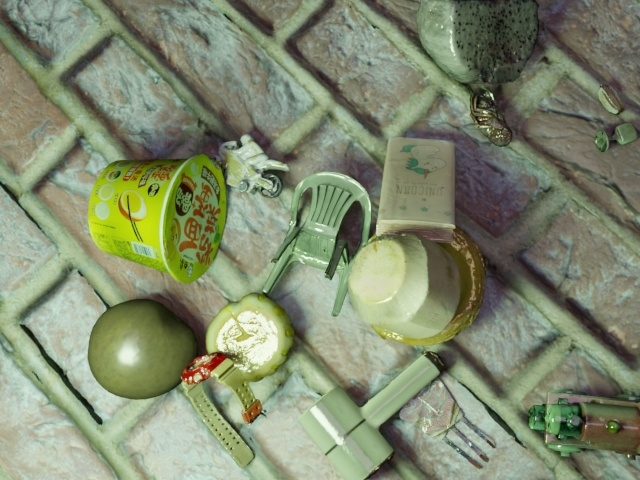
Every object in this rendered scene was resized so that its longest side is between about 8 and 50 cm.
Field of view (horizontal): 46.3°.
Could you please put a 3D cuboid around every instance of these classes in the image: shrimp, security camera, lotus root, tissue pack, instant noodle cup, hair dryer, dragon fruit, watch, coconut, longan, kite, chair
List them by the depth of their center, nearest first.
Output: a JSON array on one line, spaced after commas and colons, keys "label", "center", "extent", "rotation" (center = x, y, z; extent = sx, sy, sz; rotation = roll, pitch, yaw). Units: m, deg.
[{"label": "coconut", "center": [0.180, 0.096, 1.586], "extent": [0.241, 0.241, 0.241], "rotation": [-1, 77, 7]}, {"label": "watch", "center": [-0.205, 0.379, 1.690], "extent": [0.268, 0.165, 0.102], "rotation": [54, 43, -2]}, {"label": "hair dryer", "center": [0.148, 0.365, 1.694], "extent": [0.362, 0.128, 0.203], "rotation": [-40, 75, -8]}, {"label": "kite", "center": [0.298, 0.418, 1.712], "extent": [0.229, 0.016, 0.127], "rotation": [38, 88, 14]}, {"label": "tissue pack", "center": [0.225, -0.122, 1.724], "extent": [0.170, 0.071, 0.325], "rotation": [5, 42, 5]}, {"label": "longan", "center": [-0.408, 0.250, 1.733], "extent": [0.249, 0.248, 0.248], "rotation": [-1, 77, 7]}, {"label": "chair", "center": [0.000, 0.000, 1.759], "extent": [0.204, 0.190, 0.274], "rotation": [15, 51, 9]}, {"label": "instant noodle cup", "center": [-0.386, -0.068, 1.776], "extent": [0.222, 0.311, 0.311], "rotation": [10, 79, 18]}, {"label": "security camera", "center": [0.713, -0.248, 1.798], "extent": [0.092, 0.058, 0.058], "rotation": [-13, 76, -9]}, {"label": "dragon fruit", "center": [0.357, -0.489, 1.814], "extent": [0.283, 0.221, 0.203], "rotation": [-11, 114, -30]}, {"label": "lotus root", "center": [0.705, -0.342, 1.823], "extent": [0.038, 0.030, 0.083], "rotation": [-21, 77, -30]}, {"label": "shrimp", "center": [0.407, -0.311, 1.835], "extent": [0.073, 0.075, 0.190], "rotation": [-40, 62, 30]}]

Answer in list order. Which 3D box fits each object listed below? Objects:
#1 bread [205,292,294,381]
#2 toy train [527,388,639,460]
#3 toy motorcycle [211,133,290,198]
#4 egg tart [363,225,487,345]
[{"label": "bread", "center": [-0.161, 0.231, 1.758], "extent": [0.214, 0.105, 0.213], "rotation": [-2, 83, 13]}, {"label": "toy train", "center": [0.600, 0.386, 1.575], "extent": [0.305, 0.221, 0.150], "rotation": [3, 78, 7]}, {"label": "toy motorcycle", "center": [-0.184, -0.191, 1.877], "extent": [0.229, 0.074, 0.151], "rotation": [16, 85, 19]}, {"label": "egg tart", "center": [0.230, 0.096, 1.739], "extent": [0.315, 0.120, 0.314], "rotation": [-2, 78, 8]}]
